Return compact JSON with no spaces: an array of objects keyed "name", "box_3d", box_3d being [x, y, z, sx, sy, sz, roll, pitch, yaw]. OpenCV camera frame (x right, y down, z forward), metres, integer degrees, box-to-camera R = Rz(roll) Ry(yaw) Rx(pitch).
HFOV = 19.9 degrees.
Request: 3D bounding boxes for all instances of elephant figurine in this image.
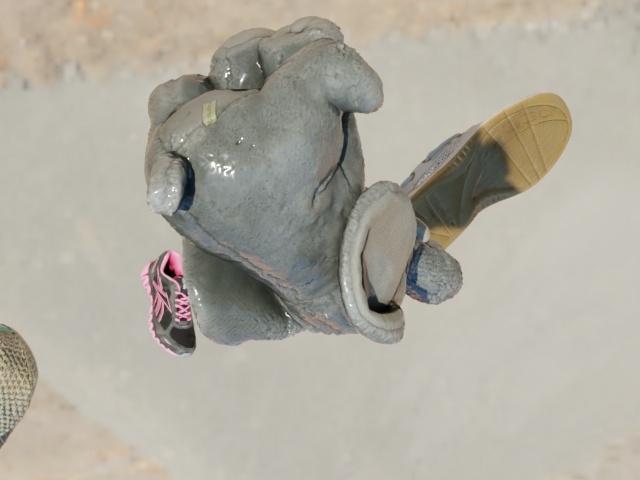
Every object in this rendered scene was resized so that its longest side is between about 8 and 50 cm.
[{"name":"elephant figurine","box_3d":[0.000,0.000,1.102,0.186,0.239,0.169,-31,-154,-11]}]

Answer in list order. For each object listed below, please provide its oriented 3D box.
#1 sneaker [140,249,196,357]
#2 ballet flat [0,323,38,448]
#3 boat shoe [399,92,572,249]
[{"name":"sneaker","box_3d":[-0.151,0.063,1.892,0.047,0.119,0.057,2,148,-38]},{"name":"ballet flat","box_3d":[-0.485,0.291,1.978,0.164,0.483,0.182,30,178,23]},{"name":"boat shoe","box_3d":[0.158,-0.077,2.034,0.277,0.098,0.096,-36,-158,-19]}]
